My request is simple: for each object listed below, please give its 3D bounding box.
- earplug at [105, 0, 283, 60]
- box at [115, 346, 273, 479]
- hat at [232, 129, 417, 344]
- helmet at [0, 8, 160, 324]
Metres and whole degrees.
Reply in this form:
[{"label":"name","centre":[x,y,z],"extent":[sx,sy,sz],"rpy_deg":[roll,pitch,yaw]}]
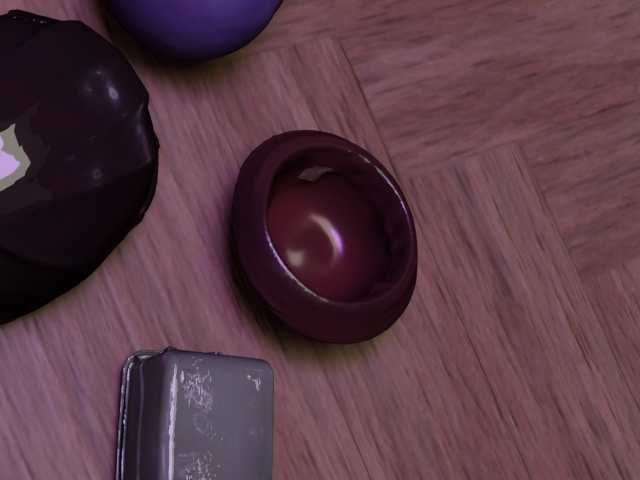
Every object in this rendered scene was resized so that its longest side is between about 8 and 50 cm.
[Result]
[{"label":"earplug","centre":[-0.060,-0.367,1.056],"extent":[0.215,0.215,0.456],"rpy_deg":[31,65,-15]},{"label":"box","centre":[-0.097,0.168,0.916],"extent":[0.124,0.093,0.172],"rpy_deg":[8,70,-25]},{"label":"hat","centre":[0.000,0.000,1.026],"extent":[0.205,0.089,0.205],"rpy_deg":[12,63,-25]},{"label":"helmet","centre":[-0.237,-0.080,0.883],"extent":[0.225,0.177,0.305],"rpy_deg":[43,61,-6]}]
